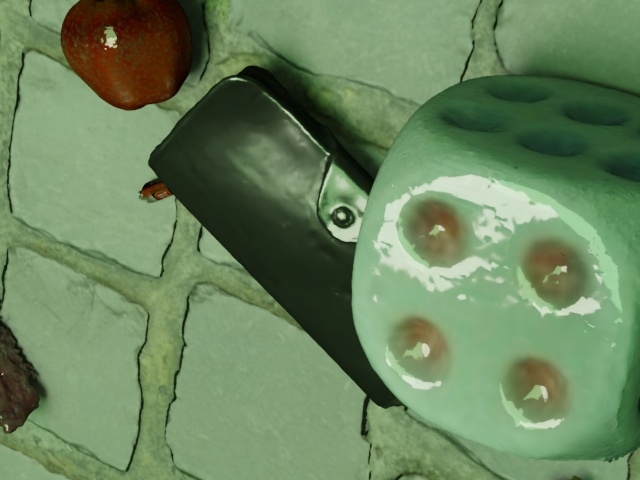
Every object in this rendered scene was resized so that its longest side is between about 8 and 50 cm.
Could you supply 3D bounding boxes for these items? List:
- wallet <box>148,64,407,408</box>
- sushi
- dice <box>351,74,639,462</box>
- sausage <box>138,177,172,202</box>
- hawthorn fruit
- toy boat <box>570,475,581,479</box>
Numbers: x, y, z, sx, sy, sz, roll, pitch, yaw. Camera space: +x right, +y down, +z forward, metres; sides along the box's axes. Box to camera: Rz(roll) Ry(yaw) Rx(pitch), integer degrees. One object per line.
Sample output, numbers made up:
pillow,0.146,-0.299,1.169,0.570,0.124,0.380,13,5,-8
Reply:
wallet,0.000,0.000,1.773,0.377,0.051,0.197,47,128,-1
sushi,-0.459,0.151,2.114,0.241,0.107,0.161,54,131,3
dice,0.200,0.016,1.531,0.268,0.265,0.262,18,118,27
sausage,-0.124,-0.071,1.854,0.198,0.025,0.028,-16,131,37
hawthorn fruit,-0.193,-0.203,1.787,0.133,0.133,0.138,4,127,32
toy boat,0.233,0.298,1.763,0.049,0.047,0.149,20,122,9
